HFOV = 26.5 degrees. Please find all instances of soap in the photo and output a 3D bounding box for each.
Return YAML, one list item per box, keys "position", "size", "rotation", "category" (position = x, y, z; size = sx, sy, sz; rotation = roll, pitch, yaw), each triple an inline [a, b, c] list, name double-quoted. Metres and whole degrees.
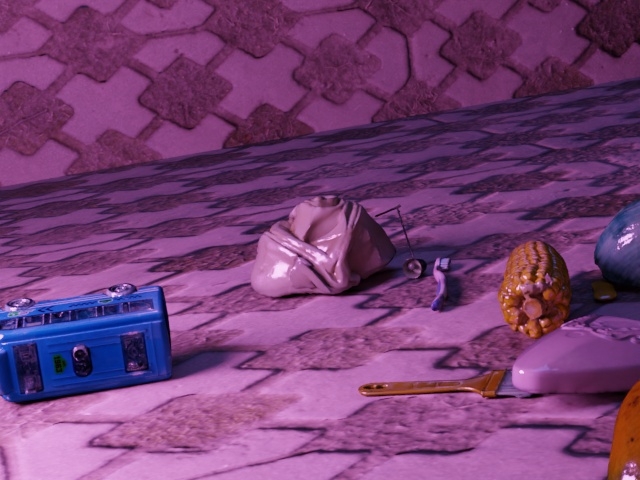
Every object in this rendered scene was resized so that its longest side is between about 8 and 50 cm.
- position: [0.399, 0.070, 1.911]
  size: [0.034, 0.012, 0.089]
  rotation: [-5, 13, 9]
  category: "soap"

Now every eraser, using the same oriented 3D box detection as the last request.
- position: [0.316, 0.128, 1.567]
  size: [0.243, 0.059, 0.204]
  rotation: [-9, 13, -39]
  category: "eraser"

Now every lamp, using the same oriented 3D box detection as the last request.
- position: [0.137, 0.001, 2.159]
  size: [0.041, 0.121, 0.054]
  rotation: [-27, -7, 26]
  category: "lamp"

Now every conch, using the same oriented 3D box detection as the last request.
- position: [0.504, -0.020, 1.957]
  size: [0.196, 0.134, 0.202]
  rotation: [11, 22, 20]
  category: "conch"

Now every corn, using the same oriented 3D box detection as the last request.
- position: [0.287, 0.059, 1.829]
  size: [0.101, 0.101, 0.292]
  rotation: [-6, 11, 8]
  category: "corn"

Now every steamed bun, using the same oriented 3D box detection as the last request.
- position: [-0.001, 0.001, 2.154]
  size: [0.218, 0.144, 0.211]
  rotation: [-2, 14, 25]
  category: "steamed bun"

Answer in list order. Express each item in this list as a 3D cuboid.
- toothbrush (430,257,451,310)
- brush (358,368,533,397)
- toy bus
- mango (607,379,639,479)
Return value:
- position: [0.181, 0.063, 2.051]
  size: [0.027, 0.021, 0.269]
  rotation: [-11, 12, 10]
  category: "toothbrush"
- position: [0.151, 0.171, 1.611]
  size: [0.218, 0.010, 0.082]
  rotation: [-4, 13, 17]
  category: "brush"
- position: [-0.321, 0.138, 1.805]
  size: [0.246, 0.114, 0.134]
  rotation: [-8, 18, -8]
  category: "toy bus"
- position: [0.335, 0.184, 1.206]
  size: [0.151, 0.120, 0.221]
  rotation: [-6, 19, 20]
  category: "mango"
